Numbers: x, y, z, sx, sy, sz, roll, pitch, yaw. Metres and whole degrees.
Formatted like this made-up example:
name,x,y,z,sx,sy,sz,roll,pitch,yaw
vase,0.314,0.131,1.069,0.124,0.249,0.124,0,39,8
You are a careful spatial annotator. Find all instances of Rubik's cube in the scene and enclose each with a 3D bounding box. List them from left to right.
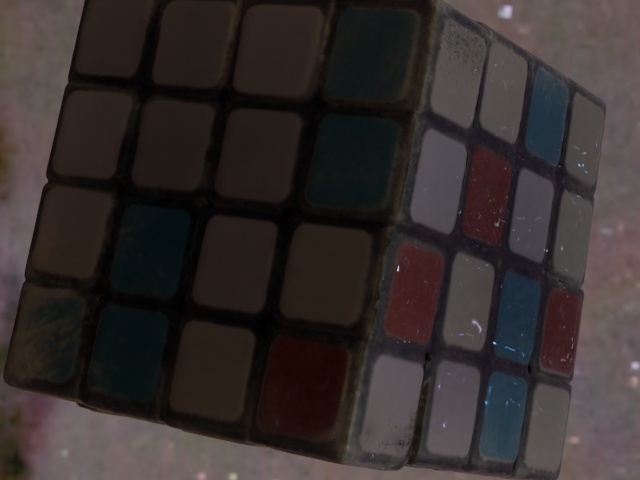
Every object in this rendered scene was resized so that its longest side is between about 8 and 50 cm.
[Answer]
name,x,y,z,sx,sy,sz,roll,pitch,yaw
Rubik's cube,0.000,0.001,1.025,0.259,0.253,0.256,6,-98,32
